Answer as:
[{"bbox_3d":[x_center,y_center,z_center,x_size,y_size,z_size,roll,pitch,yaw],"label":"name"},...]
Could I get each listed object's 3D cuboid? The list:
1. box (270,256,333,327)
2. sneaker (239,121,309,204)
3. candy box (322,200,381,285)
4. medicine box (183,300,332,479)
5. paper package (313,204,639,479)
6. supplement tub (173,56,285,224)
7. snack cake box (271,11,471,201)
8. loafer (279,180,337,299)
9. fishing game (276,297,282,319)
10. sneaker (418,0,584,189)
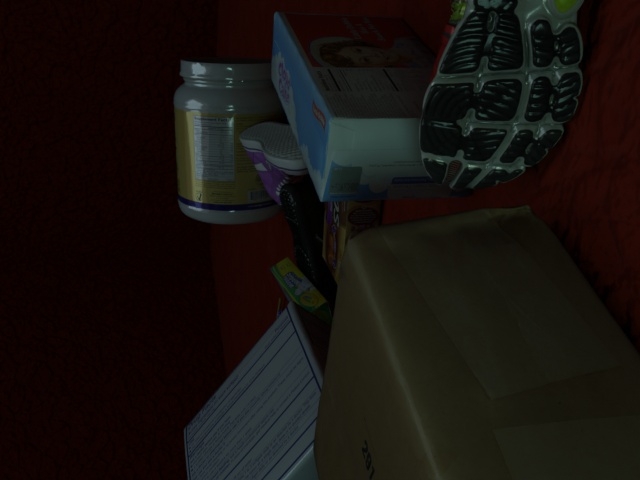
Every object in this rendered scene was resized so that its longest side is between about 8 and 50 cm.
[{"bbox_3d":[-0.015,0.112,1.112,0.179,0.043,0.105,41,161,53],"label":"box"},{"bbox_3d":[-0.050,-0.129,1.270,0.282,0.102,0.161,37,151,63],"label":"sneaker"},{"bbox_3d":[0.043,-0.038,0.949,0.109,0.053,0.186,-118,27,-60],"label":"candy box"},{"bbox_3d":[-0.040,0.272,0.904,0.263,0.149,0.289,-50,24,9],"label":"medicine box"},{"bbox_3d":[0.114,0.196,0.481,0.324,0.168,0.309,-109,19,-46],"label":"paper package"},{"bbox_3d":[-0.195,-0.221,1.475,0.241,0.241,0.331,-129,38,-67],"label":"supplement tub"},{"bbox_3d":[0.045,-0.149,0.705,0.264,0.152,0.089,-110,21,-50],"label":"snack cake box"},{"bbox_3d":[0.000,0.000,1.100,0.080,0.078,0.220,44,153,53],"label":"loafer"},{"bbox_3d":[-0.086,0.271,1.573,0.189,0.041,0.264,103,158,-57],"label":"fishing game"},{"bbox_3d":[0.139,-0.169,0.498,0.118,0.107,0.279,-81,0,-58],"label":"sneaker"}]
